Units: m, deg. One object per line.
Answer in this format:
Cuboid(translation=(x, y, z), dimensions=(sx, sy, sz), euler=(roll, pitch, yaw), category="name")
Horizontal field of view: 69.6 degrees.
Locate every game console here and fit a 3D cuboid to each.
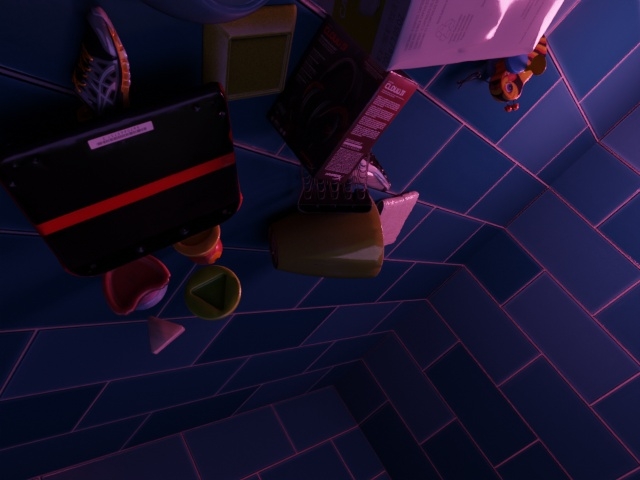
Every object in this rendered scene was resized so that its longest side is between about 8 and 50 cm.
Cuboid(translation=(-0.338, -0.102, 0.868), dimensions=(0.387, 0.060, 0.342), euler=(-26, 146, -20), category="game console")

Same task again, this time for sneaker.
Cuboid(translation=(-0.353, -0.261, 0.734), dimensions=(0.083, 0.084, 0.215), euler=(-14, 147, -27), category="sneaker")
Cuboid(translation=(0.119, -0.204, 1.357), dimensions=(0.108, 0.100, 0.271), euler=(-36, 148, 21), category="sneaker")

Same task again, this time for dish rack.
Cuboid(translation=(0.037, -0.180, 1.211), dimensions=(0.208, 0.074, 0.271), euler=(0, 146, 2), category="dish rack")

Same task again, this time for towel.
Cuboid(translation=(0.253, -0.069, 1.759), dimensions=(0.187, 0.049, 0.282), euler=(-18, 147, -33), category="towel")

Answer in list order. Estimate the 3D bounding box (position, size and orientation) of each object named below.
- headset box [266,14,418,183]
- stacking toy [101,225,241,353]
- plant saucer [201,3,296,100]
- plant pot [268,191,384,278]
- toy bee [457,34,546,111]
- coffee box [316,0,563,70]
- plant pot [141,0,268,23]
Cuboid(translation=(0.044, -0.303, 0.969), dimensions=(0.110, 0.218, 0.293), euler=(1, 136, -49), category="headset box")
Cuboid(translation=(-0.344, 0.112, 1.136), dimensions=(0.309, 0.279, 0.130), euler=(-30, 163, -13), category="stacking toy")
Cuboid(translation=(-0.131, -0.347, 0.889), dimensions=(0.188, 0.045, 0.188), euler=(-19, 148, -28), category="plant saucer")
Cuboid(translation=(0.000, 0.000, 1.389), dimensions=(0.294, 0.274, 0.274), euler=(-8, 144, -17), category="plant pot")
Cuboid(translation=(0.545, -0.468, 1.341), dimensions=(0.298, 0.162, 0.195), euler=(-30, -162, 7), category="toy bee")
Cuboid(translation=(0.185, -0.505, 0.685), dimensions=(0.338, 0.334, 0.337), euler=(-18, 149, -27), category="coffee box")
Cuboid(translation=(-0.147, -0.412, 0.607), dimensions=(0.290, 0.195, 0.290), euler=(-27, 151, -16), category="plant pot")
